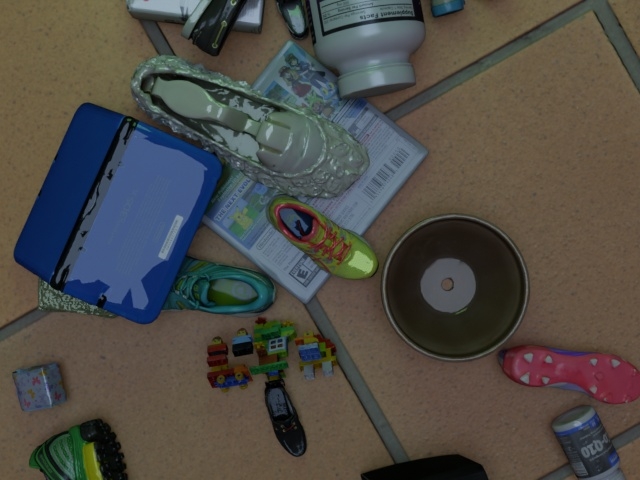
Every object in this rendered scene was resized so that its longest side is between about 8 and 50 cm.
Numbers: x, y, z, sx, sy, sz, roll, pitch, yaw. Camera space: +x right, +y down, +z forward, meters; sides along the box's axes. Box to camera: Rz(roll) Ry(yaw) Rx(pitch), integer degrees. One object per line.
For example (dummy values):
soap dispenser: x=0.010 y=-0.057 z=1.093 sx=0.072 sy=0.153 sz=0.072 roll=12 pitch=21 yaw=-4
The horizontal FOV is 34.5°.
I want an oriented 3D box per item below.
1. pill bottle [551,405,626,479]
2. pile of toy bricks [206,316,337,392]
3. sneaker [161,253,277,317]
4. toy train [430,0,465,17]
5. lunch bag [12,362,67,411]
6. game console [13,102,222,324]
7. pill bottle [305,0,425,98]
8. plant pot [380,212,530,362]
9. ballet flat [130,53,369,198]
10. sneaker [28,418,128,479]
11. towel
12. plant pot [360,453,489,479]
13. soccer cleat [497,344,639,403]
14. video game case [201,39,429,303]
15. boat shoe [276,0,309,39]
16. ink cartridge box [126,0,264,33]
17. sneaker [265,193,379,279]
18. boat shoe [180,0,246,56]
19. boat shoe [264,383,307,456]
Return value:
pill bottle: x=0.444 y=0.348 z=1.695 sx=0.078 sy=0.078 sz=0.137 roll=-27 pitch=91 yaw=0
pile of toy bricks: x=-0.086 y=0.170 z=1.687 sx=0.212 sy=0.105 sz=0.118 roll=-10 pitch=134 yaw=6
sneaker: x=-0.208 y=0.071 z=1.674 sx=0.275 sy=0.110 sz=0.107 roll=3 pitch=91 yaw=0
toy train: x=0.275 y=-0.463 z=1.675 sx=0.248 sy=0.105 sz=0.143 roll=-17 pitch=101 yaw=0
lunch bag: x=-0.469 y=0.243 z=1.704 sx=0.083 sy=0.053 sz=0.071 roll=-14 pitch=92 yaw=26
game console: x=-0.330 y=-0.048 z=1.662 sx=0.250 sy=0.173 sz=0.293 roll=24 pitch=90 yaw=-12
pill bottle: x=0.064 y=-0.395 z=1.630 sx=0.181 sy=0.181 sz=0.323 roll=-10 pitch=91 yaw=0
plant pot: x=0.213 y=0.073 z=1.674 sx=0.237 sy=0.110 sz=0.237 roll=0 pitch=92 yaw=0
ballet flat: x=-0.122 y=-0.176 z=1.621 sx=0.409 sy=0.147 sz=0.147 roll=23 pitch=91 yaw=3
sneaker: x=-0.374 y=0.474 z=1.684 sx=0.146 sy=0.134 sz=0.343 roll=-18 pitch=82 yaw=7
towel: x=-0.396 y=0.070 z=1.715 sx=0.148 sy=0.027 sz=0.110 roll=5 pitch=90 yaw=0
plant pot: x=0.192 y=0.443 z=1.653 sx=0.167 sy=0.187 sz=0.188 roll=-21 pitch=91 yaw=-11
soccer cleat: x=0.414 y=0.214 z=1.699 sx=0.248 sy=0.095 sz=0.083 roll=9 pitch=95 yaw=-15
video game case: x=-0.037 y=-0.113 z=1.708 sx=0.300 sy=0.036 sz=0.329 roll=39 pitch=91 yaw=-1
boat shoe: x=-0.052 y=-0.393 z=1.701 sx=0.046 sy=0.038 sz=0.125 roll=-17 pitch=91 yaw=0
ink cartridge box: x=-0.195 y=-0.430 z=1.674 sx=0.218 sy=0.092 sz=0.158 roll=7 pitch=91 yaw=-2
sneaker: x=0.000 y=0.000 z=1.645 sx=0.208 sy=0.094 sz=0.081 roll=30 pitch=90 yaw=-2
boat shoe: x=-0.125 y=-0.392 z=1.594 sx=0.069 sy=0.081 sz=0.228 roll=36 pitch=98 yaw=-5
boat shoe: x=-0.059 y=0.301 z=1.713 sx=0.049 sy=0.042 sz=0.133 roll=-20 pitch=92 yaw=-1
